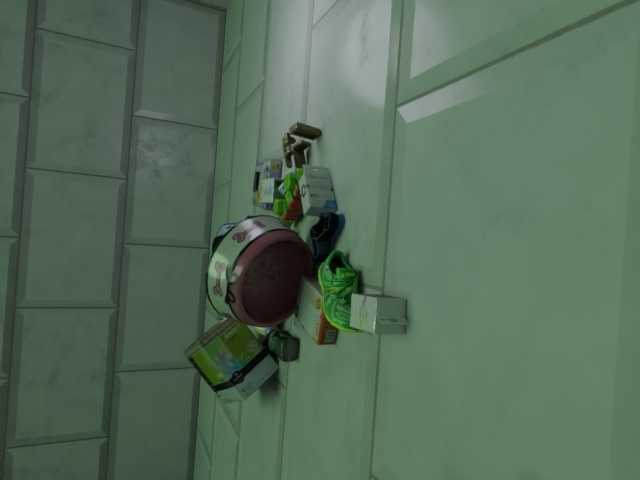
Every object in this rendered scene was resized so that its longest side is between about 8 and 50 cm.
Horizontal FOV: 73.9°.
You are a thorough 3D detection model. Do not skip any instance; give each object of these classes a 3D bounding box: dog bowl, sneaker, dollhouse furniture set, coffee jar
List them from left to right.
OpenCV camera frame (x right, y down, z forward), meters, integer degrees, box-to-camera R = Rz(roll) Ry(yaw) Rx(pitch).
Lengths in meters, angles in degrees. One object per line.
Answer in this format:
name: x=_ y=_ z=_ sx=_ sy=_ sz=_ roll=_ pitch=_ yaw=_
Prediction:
dog bowl: x=-0.191 y=0.124 z=1.514 sx=0.150 sy=0.407 sz=0.408 roll=23 pitch=109 yaw=42
coffee jar: x=-0.156 y=0.424 z=1.732 sx=0.184 sy=0.079 sz=0.096 roll=-177 pitch=91 yaw=-66
sneaker: x=-0.121 y=-0.245 z=1.724 sx=0.059 sy=0.053 sz=0.144 roll=37 pitch=88 yaw=35
dollhouse furniture set: x=-0.070 y=-0.344 z=1.623 sx=0.151 sy=0.144 sz=0.123 roll=-28 pitch=65 yaw=45
sneaker: x=0.000 y=0.000 z=1.443 sx=0.081 sy=0.090 sz=0.232 roll=-116 pitch=38 yaw=-47
sneaker: x=0.061 y=0.146 z=1.265 sx=0.296 sy=0.109 sz=0.124 roll=-112 pitch=31 yaw=-44

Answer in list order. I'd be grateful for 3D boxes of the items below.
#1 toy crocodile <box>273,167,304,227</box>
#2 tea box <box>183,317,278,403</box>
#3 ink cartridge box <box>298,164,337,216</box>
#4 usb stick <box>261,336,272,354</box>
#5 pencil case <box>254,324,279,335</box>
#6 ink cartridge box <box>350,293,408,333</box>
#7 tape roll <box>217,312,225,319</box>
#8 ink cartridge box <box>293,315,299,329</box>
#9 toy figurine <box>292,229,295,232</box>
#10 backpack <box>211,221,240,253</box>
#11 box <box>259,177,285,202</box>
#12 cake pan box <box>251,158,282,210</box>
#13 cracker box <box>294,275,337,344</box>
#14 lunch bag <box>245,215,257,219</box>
toy crocodile: x=-0.102 y=-0.158 z=1.662 sx=0.341 sy=0.115 sz=0.105 roll=120 pitch=144 yaw=-44
tea box: x=-0.415 y=0.539 z=1.933 sx=0.324 sy=0.220 sz=0.329 roll=51 pitch=145 yaw=-1
ink cartridge box: x=-0.013 y=-0.172 z=1.485 sx=0.060 sy=0.104 sz=0.180 roll=126 pitch=141 yaw=-51
usb stick: x=-0.251 y=0.499 z=1.968 sx=0.278 sy=0.045 sz=0.077 roll=-51 pitch=44 yaw=51
pencil case: x=-0.202 y=0.278 z=1.810 sx=0.124 sy=0.113 sz=0.273 roll=-83 pitch=11 yaw=-60
ink cartridge box: x=0.151 y=0.186 z=1.085 sx=0.143 sy=0.092 sz=0.090 roll=-5 pitch=81 yaw=64
tape roll: x=-0.400 y=0.353 z=2.109 sx=0.219 sy=0.219 sz=0.073 roll=154 pitch=116 yaw=-62
ink cartridge box: x=-0.075 y=0.281 z=1.638 sx=0.063 sy=0.029 sz=0.115 roll=-132 pitch=50 yaw=-57
toy figurine: x=-0.151 y=0.057 z=1.767 sx=0.173 sy=0.130 sz=0.159 roll=101 pitch=156 yaw=-74
backpack: x=-0.397 y=0.028 z=2.105 sx=0.213 sy=0.263 sz=0.277 roll=-93 pitch=20 yaw=-55
box: x=-0.186 y=-0.211 z=1.853 sx=0.203 sy=0.114 sz=0.103 roll=-169 pitch=83 yaw=-65
cake pan box: x=-0.271 y=-0.282 z=2.112 sx=0.267 sy=0.070 sz=0.246 roll=-153 pitch=71 yaw=-64
cracker box: x=-0.011 y=0.233 z=1.460 sx=0.232 sy=0.067 sz=0.156 roll=36 pitch=118 yaw=61
lunch bag: x=-0.381 y=-0.084 z=2.320 sx=0.067 sy=0.065 sz=0.099 roll=135 pitch=134 yaw=-55
